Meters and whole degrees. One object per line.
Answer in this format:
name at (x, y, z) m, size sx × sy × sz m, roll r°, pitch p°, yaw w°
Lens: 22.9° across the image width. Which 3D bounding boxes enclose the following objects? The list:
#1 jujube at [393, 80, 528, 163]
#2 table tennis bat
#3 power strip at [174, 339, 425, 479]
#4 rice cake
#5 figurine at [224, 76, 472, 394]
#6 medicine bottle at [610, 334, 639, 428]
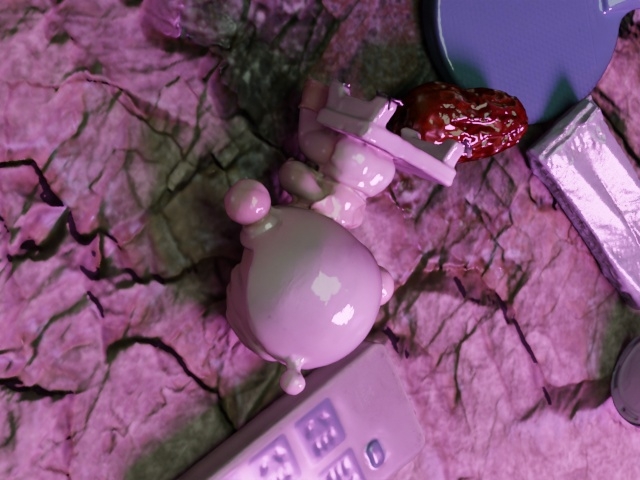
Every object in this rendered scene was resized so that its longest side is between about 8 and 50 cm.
jujube at (0.127, -0.106, 1.423) m, size 0.129 × 0.077 × 0.077 m, roll -5°, pitch 94°, yaw -29°
table tennis bat at (0.230, -0.228, 1.524) m, size 0.329 × 0.044 × 0.215 m, roll -15°, pitch 99°, yaw -33°
power strip at (-0.017, 0.193, 1.345) m, size 0.270 × 0.046 × 0.118 m, roll -36°, pitch 111°, yaw -31°
rice cake at (0.284, -0.034, 1.555) m, size 0.085 × 0.040 × 0.226 m, roll -41°, pitch 117°, yaw -8°
figurine at (0.010, 0.004, 1.310) m, size 0.256 × 0.145 × 0.182 m, roll -69°, pitch 159°, yaw -6°
medicine bottle at (0.484, 0.219, 1.676) m, size 0.426 × 0.108 × 0.108 m, roll 29°, pitch 74°, yaw -33°
